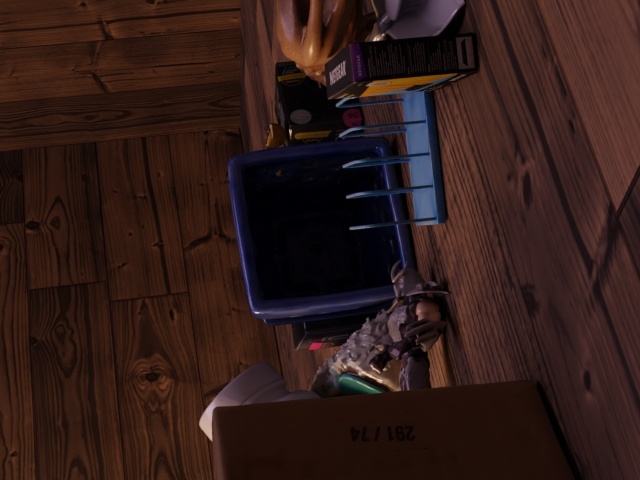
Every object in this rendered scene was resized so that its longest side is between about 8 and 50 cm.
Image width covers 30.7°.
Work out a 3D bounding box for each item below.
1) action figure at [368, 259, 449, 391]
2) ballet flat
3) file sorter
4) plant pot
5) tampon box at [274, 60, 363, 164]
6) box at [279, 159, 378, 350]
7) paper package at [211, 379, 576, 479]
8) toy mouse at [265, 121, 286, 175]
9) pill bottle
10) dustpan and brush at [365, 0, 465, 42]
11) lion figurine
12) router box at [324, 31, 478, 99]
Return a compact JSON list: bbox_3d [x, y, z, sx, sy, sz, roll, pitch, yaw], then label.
[{"bbox_3d":[0.116,0.163,1.469,0.185,0.099,0.285,98,167,-78],"label":"action figure"},{"bbox_3d":[0.075,0.198,1.770,0.409,0.147,0.147,120,143,-71],"label":"ballet flat"},{"bbox_3d":[0.084,-0.099,1.442,0.118,0.104,0.170,178,86,-81],"label":"file sorter"},{"bbox_3d":[0.000,0.000,1.690,0.212,0.236,0.236,92,169,-76],"label":"plant pot"},{"bbox_3d":[-0.006,-0.209,1.910,0.101,0.120,0.161,92,168,-47],"label":"tampon box"},{"bbox_3d":[0.014,0.027,1.882,0.165,0.143,0.270,112,150,-73],"label":"box"},{"bbox_3d":[0.076,0.293,1.051,0.309,0.325,0.168,-104,12,-48],"label":"paper package"},{"bbox_3d":[-0.081,-0.117,1.865,0.161,0.031,0.143,-107,30,-82],"label":"toy mouse"},{"bbox_3d":[-0.018,0.344,1.715,0.334,0.188,0.188,45,158,17],"label":"pill bottle"},{"bbox_3d":[0.086,-0.263,1.321,0.147,0.060,0.211,59,167,14],"label":"dustpan and brush"},{"bbox_3d":[-0.004,-0.287,1.435,0.392,0.142,0.240,-52,-30,-69],"label":"lion figurine"},{"bbox_3d":[0.083,-0.188,1.274,0.179,0.133,0.046,-172,76,-82],"label":"router box"}]
